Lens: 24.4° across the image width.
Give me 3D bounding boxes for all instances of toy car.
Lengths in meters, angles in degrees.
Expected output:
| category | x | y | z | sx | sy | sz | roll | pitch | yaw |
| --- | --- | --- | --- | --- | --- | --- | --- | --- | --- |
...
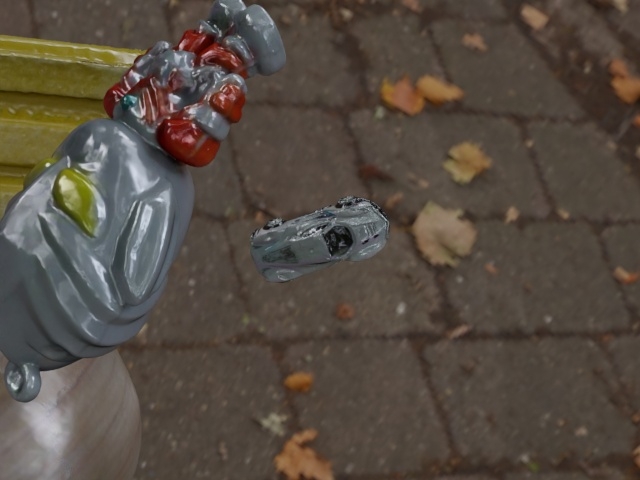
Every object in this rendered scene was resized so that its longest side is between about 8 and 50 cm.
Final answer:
| category | x | y | z | sx | sy | sz | roll | pitch | yaw |
| --- | --- | --- | --- | --- | --- | --- | --- | --- | --- |
| toy car | 0.000 | 0.000 | 0.954 | 0.025 | 0.093 | 0.041 | -70 | 140 | -62 |

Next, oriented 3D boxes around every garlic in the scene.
| category | x | y | z | sx | sy | sz | roll | pitch | yaw |
| --- | --- | --- | --- | --- | --- | --- | --- | --- | --- |
| garlic | -0.163 | 0.108 | 0.736 | 0.214 | 0.160 | 0.191 | 38 | 51 | 9 |

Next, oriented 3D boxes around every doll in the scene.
| category | x | y | z | sx | sy | sz | roll | pitch | yaw |
| --- | --- | --- | --- | --- | --- | --- | --- | --- | --- |
| doll | -0.077 | -0.018 | 0.578 | 0.094 | 0.180 | 0.079 | 30 | -4 | 47 |

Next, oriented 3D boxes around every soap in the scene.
| category | x | y | z | sx | sy | sz | roll | pitch | yaw |
| --- | --- | --- | --- | --- | --- | --- | --- | --- | --- |
| soap | -0.316 | -0.111 | 1.501 | 0.315 | 0.199 | 0.091 | 2 | 26 | -17 |
